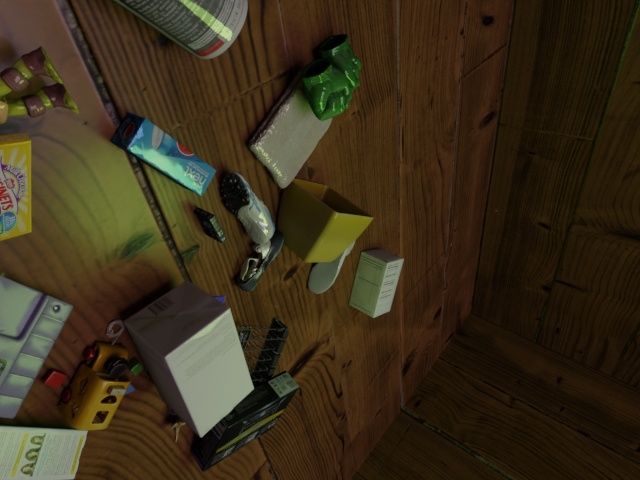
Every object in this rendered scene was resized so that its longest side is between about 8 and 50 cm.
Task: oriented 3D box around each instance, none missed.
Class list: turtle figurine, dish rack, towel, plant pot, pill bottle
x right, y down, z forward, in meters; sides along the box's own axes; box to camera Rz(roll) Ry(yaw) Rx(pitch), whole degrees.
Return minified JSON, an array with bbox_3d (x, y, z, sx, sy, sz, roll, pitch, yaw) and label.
[{"bbox_3d":[-0.493,-0.192,0.657,0.217,0.087,0.270,-31,147,-20],"label":"turtle figurine"},{"bbox_3d":[-0.220,0.352,1.374,0.271,0.074,0.208,14,97,-54],"label":"dish rack"},{"bbox_3d":[-0.075,-0.305,1.194,0.282,0.049,0.187,-57,143,-15],"label":"towel"},{"bbox_3d":[-0.008,-0.048,1.314,0.212,0.212,0.187,2,120,-54],"label":"plant pot"},{"bbox_3d":[-0.273,-0.450,0.735,0.283,0.161,0.161,19,94,-56],"label":"pill bottle"}]

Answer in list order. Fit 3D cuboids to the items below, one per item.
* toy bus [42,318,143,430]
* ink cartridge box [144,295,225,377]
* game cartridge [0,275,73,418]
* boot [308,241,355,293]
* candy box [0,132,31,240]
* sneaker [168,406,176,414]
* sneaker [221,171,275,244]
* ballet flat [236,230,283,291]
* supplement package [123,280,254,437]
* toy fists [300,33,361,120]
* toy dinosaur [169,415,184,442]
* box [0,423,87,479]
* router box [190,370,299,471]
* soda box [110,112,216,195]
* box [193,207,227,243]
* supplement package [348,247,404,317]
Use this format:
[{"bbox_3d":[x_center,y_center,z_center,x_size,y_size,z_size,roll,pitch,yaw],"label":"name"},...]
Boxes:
[{"bbox_3d":[-0.478,0.315,0.967,0.191,0.104,0.202,-33,135,-39],"label":"toy bus"},{"bbox_3d":[-0.345,0.253,1.164,0.208,0.045,0.206,4,105,-55],"label":"ink cartridge box"},{"bbox_3d":[-0.601,0.146,0.689,0.355,0.068,0.230,50,47,-53],"label":"game cartridge"},{"bbox_3d":[0.053,0.071,1.556,0.258,0.095,0.123,-60,163,13],"label":"boot"},{"bbox_3d":[-0.511,-0.074,0.680,0.105,0.027,0.206,-30,158,-47],"label":"candy box"},{"bbox_3d":[-0.382,0.435,1.230,0.119,0.047,0.057,-62,157,-4],"label":"sneaker"},{"bbox_3d":[-0.188,-0.091,1.152,0.237,0.085,0.086,67,29,-43],"label":"sneaker"},{"bbox_3d":[-0.177,0.052,1.252,0.203,0.074,0.074,-58,145,-6],"label":"ballet flat"},{"bbox_3d":[-0.303,0.281,1.041,0.177,0.175,0.293,-37,134,-37],"label":"supplement package"},{"bbox_3d":[0.040,-0.431,1.167,0.142,0.096,0.279,69,32,-42],"label":"toy fists"},{"bbox_3d":[-0.394,0.509,1.245,0.092,0.053,0.183,-42,168,-40],"label":"toy dinosaur"},{"bbox_3d":[-0.602,0.425,0.872,0.244,0.060,0.101,44,47,-54],"label":"box"},{"bbox_3d":[-0.238,0.576,1.410,0.308,0.081,0.243,-10,136,-51],"label":"router box"},{"bbox_3d":[-0.322,-0.175,0.918,0.071,0.067,0.210,-62,146,-6],"label":"soda box"},{"bbox_3d":[-0.270,-0.037,1.071,0.018,0.067,0.083,-46,142,-27],"label":"box"},{"bbox_3d":[0.231,0.172,1.813,0.133,0.139,0.244,-9,117,-50],"label":"supplement package"}]
